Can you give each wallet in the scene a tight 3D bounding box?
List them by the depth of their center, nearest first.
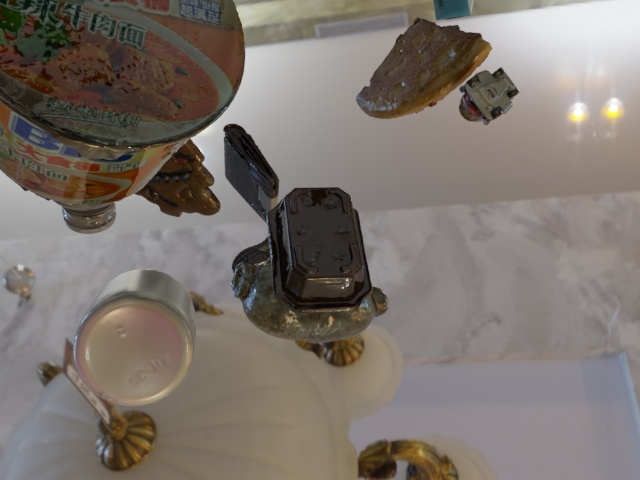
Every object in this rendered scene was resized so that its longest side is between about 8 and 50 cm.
[{"bbox_3d":[-0.211,-0.192,1.961,0.071,0.221,0.262,-28,-116,-26],"label":"wallet"}]

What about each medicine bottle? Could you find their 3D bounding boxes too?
[{"bbox_3d":[-0.283,0.134,1.037,0.170,0.170,0.293,-25,-167,-8],"label":"medicine bottle"},{"bbox_3d":[-0.416,-0.121,1.156,0.135,0.215,0.135,6,-140,-5],"label":"medicine bottle"}]

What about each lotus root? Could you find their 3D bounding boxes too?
[{"bbox_3d":[-0.013,0.132,1.386,0.350,0.175,0.175,10,-135,-18],"label":"lotus root"}]

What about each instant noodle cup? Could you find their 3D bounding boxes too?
[{"bbox_3d":[-0.251,-0.183,0.724,0.297,0.214,0.296,11,-115,-24],"label":"instant noodle cup"}]

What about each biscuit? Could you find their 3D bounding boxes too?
[{"bbox_3d":[-0.400,-0.180,1.751,0.278,0.301,0.043,14,-136,4],"label":"biscuit"}]

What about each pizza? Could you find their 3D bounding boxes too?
[{"bbox_3d":[0.256,-0.441,1.697,0.409,0.114,0.277,-23,-131,37],"label":"pizza"}]

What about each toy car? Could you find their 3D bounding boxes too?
[{"bbox_3d":[0.376,-0.323,1.512,0.139,0.112,0.112,-34,-93,-28],"label":"toy car"}]

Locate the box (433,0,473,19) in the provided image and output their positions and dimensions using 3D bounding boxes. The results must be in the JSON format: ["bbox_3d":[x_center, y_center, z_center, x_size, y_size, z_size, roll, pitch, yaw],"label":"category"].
[{"bbox_3d":[0.270,-0.603,1.377,0.083,0.232,0.142,-1,-137,19],"label":"box"}]

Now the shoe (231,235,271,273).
[{"bbox_3d":[-0.147,0.047,1.718,0.074,0.077,0.194,32,-127,30],"label":"shoe"}]

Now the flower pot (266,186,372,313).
[{"bbox_3d":[0.000,0.000,1.170,0.179,0.084,0.250,-1,-125,-10],"label":"flower pot"}]
